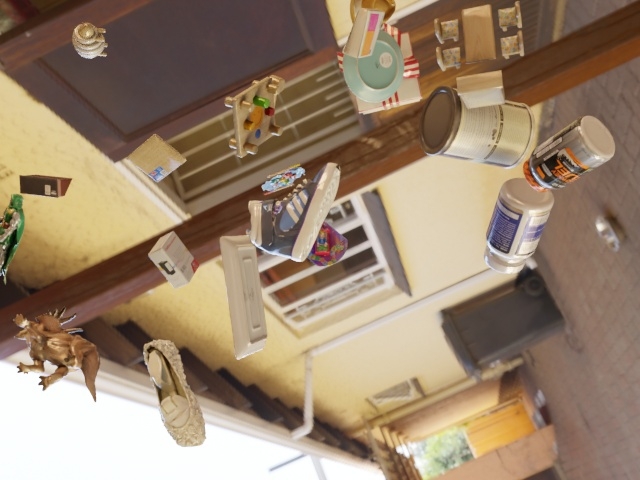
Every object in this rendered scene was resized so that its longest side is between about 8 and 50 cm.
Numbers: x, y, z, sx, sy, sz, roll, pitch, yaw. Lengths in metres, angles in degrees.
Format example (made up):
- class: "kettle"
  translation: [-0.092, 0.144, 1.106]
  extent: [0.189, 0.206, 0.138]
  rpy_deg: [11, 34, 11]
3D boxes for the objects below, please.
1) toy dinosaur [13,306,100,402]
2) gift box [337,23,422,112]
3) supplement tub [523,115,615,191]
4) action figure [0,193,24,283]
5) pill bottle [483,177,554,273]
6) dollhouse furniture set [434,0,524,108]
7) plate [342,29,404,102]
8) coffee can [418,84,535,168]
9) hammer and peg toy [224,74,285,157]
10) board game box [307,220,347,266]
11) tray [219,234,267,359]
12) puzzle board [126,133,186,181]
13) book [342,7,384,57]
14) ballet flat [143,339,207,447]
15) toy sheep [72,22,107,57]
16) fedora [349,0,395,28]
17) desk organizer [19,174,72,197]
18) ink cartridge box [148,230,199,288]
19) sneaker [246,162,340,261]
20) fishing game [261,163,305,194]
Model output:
- class: "toy dinosaur"
  translation: [-0.607, 0.255, 1.534]
  extent: [0.295, 0.127, 0.200]
  rpy_deg: [30, -171, 9]
- class: "gift box"
  translation: [0.210, -0.593, 2.259]
  extent: [0.258, 0.254, 0.277]
  rpy_deg: [-53, -55, -78]
- class: "supplement tub"
  translation: [0.574, -0.195, 1.508]
  extent: [0.190, 0.116, 0.117]
  rpy_deg: [-41, 69, 52]
- class: "action figure"
  translation: [-0.830, -0.019, 1.707]
  extent: [0.063, 0.232, 0.137]
  rpy_deg: [9, -159, -47]
- class: "pill bottle"
  translation: [0.575, -0.039, 1.906]
  extent: [0.153, 0.153, 0.265]
  rpy_deg: [-111, 21, -47]
- class: "dollhouse furniture set"
  translation: [0.399, -0.474, 1.622]
  extent: [0.161, 0.212, 0.242]
  rpy_deg: [5, -100, -70]
- class: "plate"
  translation: [0.144, -0.454, 1.677]
  extent: [0.024, 0.188, 0.188]
  rpy_deg: [18, 138, 63]
- class: "coffee can"
  translation: [0.459, -0.331, 1.908]
  extent: [0.201, 0.275, 0.202]
  rpy_deg: [-173, 90, -69]
- class: "hammer and peg toy"
  translation: [-0.234, -0.517, 2.630]
  extent: [0.361, 0.127, 0.266]
  rpy_deg: [-45, -35, -44]
- class: "board game box"
  translation: [0.000, 0.000, 2.021]
  extent: [0.168, 0.133, 0.033]
  rpy_deg: [41, 160, 17]
- class: "tray"
  translation: [-0.165, 0.121, 1.459]
  extent: [0.145, 0.030, 0.271]
  rpy_deg: [-5, -93, -69]
- class: "puzzle board"
  translation: [-0.396, -0.198, 1.561]
  extent: [0.096, 0.128, 0.011]
  rpy_deg: [39, -136, -28]
- class: "book"
  translation: [0.097, -0.439, 1.363]
  extent: [0.144, 0.035, 0.096]
  rpy_deg: [-41, -28, -65]
- class: "ballet flat"
  translation: [-0.517, 0.518, 2.198]
  extent: [0.409, 0.146, 0.147]
  rpy_deg: [61, -178, 26]
- class: "toy sheep"
  translation: [-0.624, -0.537, 1.747]
  extent: [0.132, 0.091, 0.091]
  rpy_deg: [113, 137, -60]
- class: "fedora"
  translation: [0.170, -0.713, 1.971]
  extent: [0.079, 0.194, 0.194]
  rpy_deg: [18, 150, 37]
- class: "desk organizer"
  translation: [-0.677, -0.136, 1.595]
  extent: [0.050, 0.130, 0.047]
  rpy_deg: [-20, -65, -63]
- class: "ink cartridge box"
  translation: [-0.552, 0.073, 2.438]
  extent: [0.175, 0.072, 0.127]
  rpy_deg: [57, -154, -22]
- class: "sneaker"
  translation: [-0.101, -0.115, 1.943]
  extent: [0.236, 0.323, 0.130]
  rpy_deg: [22, 178, 15]
- class: "fishing game"
  translation: [-0.143, -0.236, 2.573]
  extent: [0.041, 0.189, 0.264]
  rpy_deg: [66, 164, 8]
